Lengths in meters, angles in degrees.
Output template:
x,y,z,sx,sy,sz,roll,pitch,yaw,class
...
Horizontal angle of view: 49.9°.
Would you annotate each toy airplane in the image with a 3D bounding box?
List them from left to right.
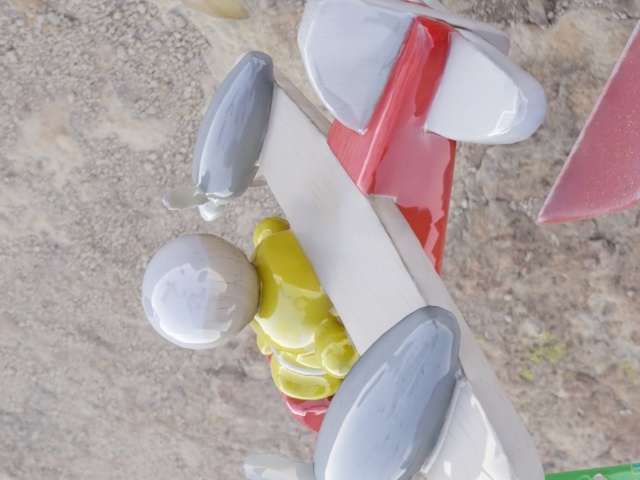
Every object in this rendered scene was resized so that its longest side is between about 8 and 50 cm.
x,y,z,sx,sy,sz,roll,pitch,yaw,class
0.000,0.000,0.514,0.272,0.386,0.384,-14,90,-14,toy airplane

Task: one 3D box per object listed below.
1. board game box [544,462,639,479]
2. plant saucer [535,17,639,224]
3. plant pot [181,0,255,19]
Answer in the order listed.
x,y,z,sx,sy,sz,roll,pitch,yaw,class
0.212,0.283,0.448,0.124,0.259,0.039,-15,151,22,board game box
0.239,-0.137,0.440,0.048,0.258,0.259,29,115,19,plant saucer
-0.114,-0.217,0.373,0.032,0.236,0.236,-32,111,6,plant pot
